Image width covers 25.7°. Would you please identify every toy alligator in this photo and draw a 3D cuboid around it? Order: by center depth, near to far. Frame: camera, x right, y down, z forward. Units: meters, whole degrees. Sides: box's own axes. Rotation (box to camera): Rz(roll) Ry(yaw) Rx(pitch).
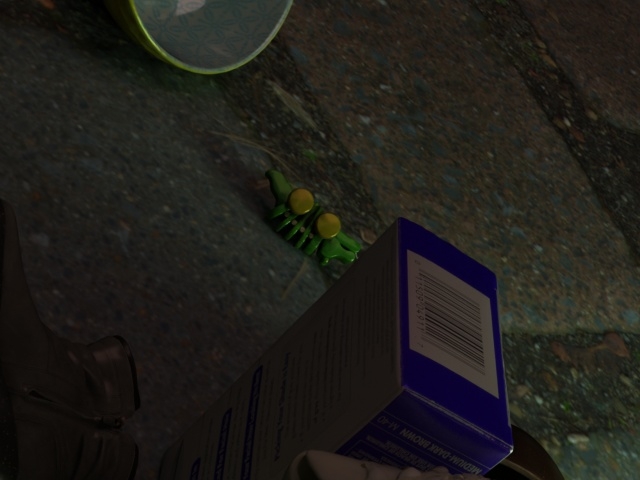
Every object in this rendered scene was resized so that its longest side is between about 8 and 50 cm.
[{"bbox_3d":[0.000,0.000,1.542,0.190,0.056,0.051,43,75,-4],"label":"toy alligator"}]

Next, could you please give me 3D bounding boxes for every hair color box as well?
[{"bbox_3d":[-0.003,0.163,1.081,0.110,0.339,0.185,32,34,-21],"label":"hair color box"}]

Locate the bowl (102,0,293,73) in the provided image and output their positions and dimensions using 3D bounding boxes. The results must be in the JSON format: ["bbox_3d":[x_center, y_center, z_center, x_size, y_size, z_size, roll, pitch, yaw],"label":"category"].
[{"bbox_3d":[-0.170,-0.342,1.612,0.156,0.289,0.289,13,13,38],"label":"bowl"}]

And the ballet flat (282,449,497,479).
[{"bbox_3d":[-0.032,0.204,0.890,0.409,0.147,0.147,-15,60,-21],"label":"ballet flat"}]

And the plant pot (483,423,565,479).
[{"bbox_3d":[0.146,0.253,1.293,0.215,0.215,0.230,45,19,1],"label":"plant pot"}]

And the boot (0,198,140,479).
[{"bbox_3d":[-0.220,0.087,1.114,0.161,0.083,0.246,-1,88,-49],"label":"boot"}]
